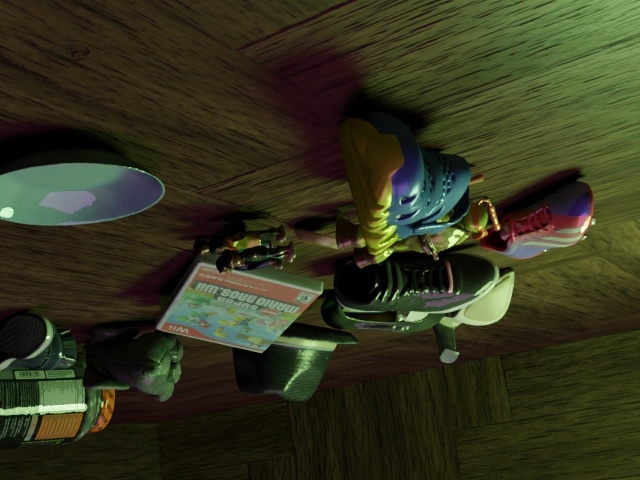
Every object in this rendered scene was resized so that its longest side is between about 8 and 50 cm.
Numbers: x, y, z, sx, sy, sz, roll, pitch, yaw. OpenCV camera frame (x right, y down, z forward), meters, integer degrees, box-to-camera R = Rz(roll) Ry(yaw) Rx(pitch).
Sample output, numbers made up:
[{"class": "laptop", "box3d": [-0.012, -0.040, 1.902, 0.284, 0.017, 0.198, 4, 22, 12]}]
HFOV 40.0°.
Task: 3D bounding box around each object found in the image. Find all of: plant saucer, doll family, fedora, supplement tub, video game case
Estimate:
[{"class": "plant saucer", "box3d": [-0.262, -0.061, 0.919, 0.194, 0.037, 0.195, -7, 165, -2]}, {"class": "doll family", "box3d": [-0.111, 0.012, 1.210, 0.111, 0.076, 0.193, -9, 169, -16]}, {"class": "plant saucer", "box3d": [0.000, 0.000, 1.265, 0.083, 0.015, 0.083, 14, 177, 1]}, {"class": "fedora", "box3d": [-0.080, 0.238, 1.761, 0.334, 0.153, 0.334, 8, 176, 1]}, {"class": "supplement tub", "box3d": [-0.639, 0.348, 1.923, 0.338, 0.207, 0.207, 7, 159, -44]}, {"class": "video game case", "box3d": [-0.142, 0.109, 1.457, 0.204, 0.025, 0.285, 15, 149, -17]}]

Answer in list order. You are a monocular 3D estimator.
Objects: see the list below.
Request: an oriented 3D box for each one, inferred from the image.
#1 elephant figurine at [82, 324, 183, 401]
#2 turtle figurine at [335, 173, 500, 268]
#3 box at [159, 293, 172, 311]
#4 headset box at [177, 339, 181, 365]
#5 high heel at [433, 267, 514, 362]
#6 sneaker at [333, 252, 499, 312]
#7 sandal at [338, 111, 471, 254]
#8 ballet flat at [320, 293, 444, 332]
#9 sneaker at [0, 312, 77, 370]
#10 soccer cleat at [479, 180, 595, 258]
[{"class": "elephant figurine", "box3d": [-0.416, 0.245, 1.797, 0.239, 0.169, 0.186, 6, 138, 9]}, {"class": "turtle figurine", "box3d": [0.144, -0.012, 1.216, 0.217, 0.087, 0.269, -12, 168, 22]}, {"class": "box", "box3d": [-0.198, 0.116, 1.607, 0.178, 0.042, 0.109, -8, 166, -6]}, {"class": "headset box", "box3d": [-0.361, 0.264, 2.037, 0.083, 0.062, 0.032, -8, 166, 5]}, {"class": "high heel", "box3d": [0.317, 0.115, 1.879, 0.093, 0.186, 0.261, 25, 120, -17]}, {"class": "sneaker", "box3d": [0.156, 0.073, 1.509, 0.295, 0.105, 0.147, -7, 171, 12]}, {"class": "sandal", "box3d": [0.098, -0.068, 0.952, 0.138, 0.126, 0.317, -13, 173, 4]}, {"class": "ballet flat", "box3d": [0.140, 0.138, 1.784, 0.280, 0.095, 0.096, -3, 155, -20]}, {"class": "sneaker", "box3d": [-0.506, 0.187, 1.627, 0.163, 0.086, 0.226, 5, 159, -46]}, {"class": "soccer cleat", "box3d": [0.319, -0.024, 1.298, 0.095, 0.083, 0.248, 0, 167, -11]}]
